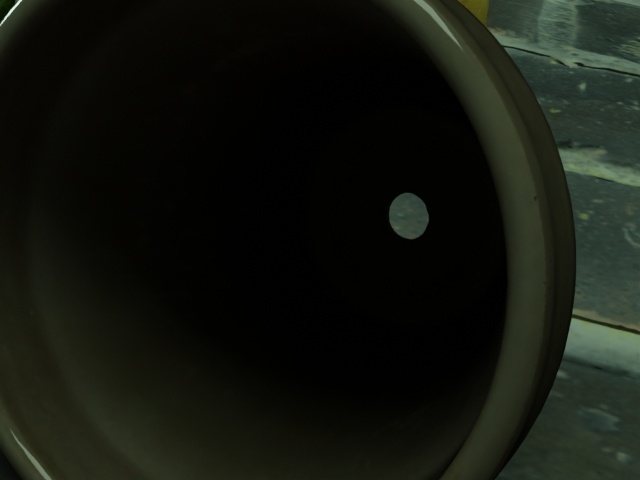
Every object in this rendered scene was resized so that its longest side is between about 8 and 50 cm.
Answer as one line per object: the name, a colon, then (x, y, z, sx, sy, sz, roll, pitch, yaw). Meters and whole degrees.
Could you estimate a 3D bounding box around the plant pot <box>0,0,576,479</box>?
plant pot: (0.000, 0.000, 0.487, 0.263, 0.263, 0.229, 23, 15, 21)

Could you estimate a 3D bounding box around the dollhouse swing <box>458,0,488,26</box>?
dollhouse swing: (-0.040, -0.286, 0.854, 0.346, 0.305, 0.315, 3, 31, -12)

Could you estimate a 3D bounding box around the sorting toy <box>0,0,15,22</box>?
sorting toy: (-0.224, -0.117, 0.728, 0.365, 0.126, 0.127, 29, 73, 35)
